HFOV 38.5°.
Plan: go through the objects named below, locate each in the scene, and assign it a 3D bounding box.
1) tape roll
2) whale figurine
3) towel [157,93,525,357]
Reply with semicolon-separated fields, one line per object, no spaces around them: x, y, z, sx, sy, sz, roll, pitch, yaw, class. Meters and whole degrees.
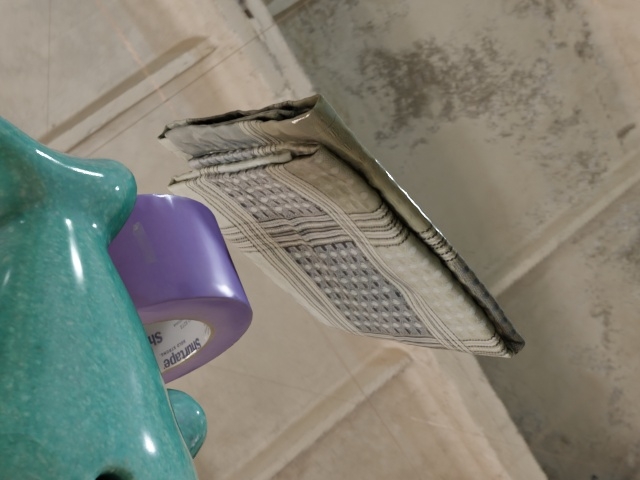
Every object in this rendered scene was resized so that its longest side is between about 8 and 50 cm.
-0.148;0.050;0.639;0.189;0.189;0.080;-18;-111;-15;tape roll
-0.126;0.067;0.412;0.216;0.141;0.272;22;-119;-40;whale figurine
0.000;0.000;0.881;0.324;0.312;0.056;47;-112;-25;towel
